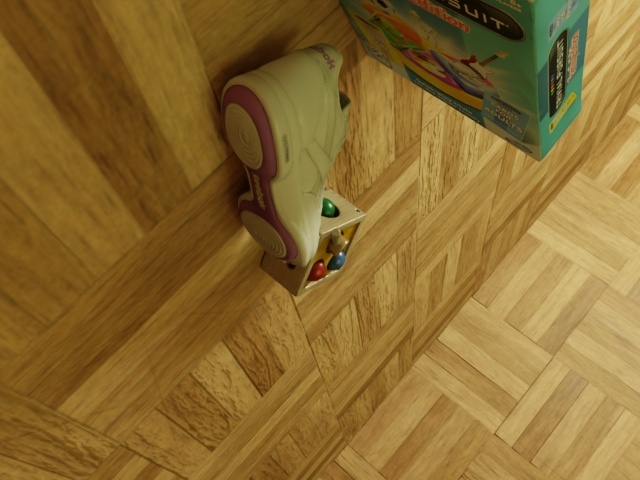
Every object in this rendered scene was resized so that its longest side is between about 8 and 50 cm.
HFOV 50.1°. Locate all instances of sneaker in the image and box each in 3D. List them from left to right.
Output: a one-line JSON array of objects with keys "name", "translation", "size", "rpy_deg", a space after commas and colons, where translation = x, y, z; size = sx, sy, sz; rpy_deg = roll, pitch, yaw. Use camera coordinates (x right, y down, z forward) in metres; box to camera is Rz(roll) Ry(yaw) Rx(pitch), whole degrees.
[{"name": "sneaker", "translation": [-0.018, -0.080, 0.766], "size": [0.152, 0.114, 0.305], "rpy_deg": [-41, 155, -25]}]

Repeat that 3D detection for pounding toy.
[{"name": "pounding toy", "translation": [0.000, 0.000, 0.939], "size": [0.130, 0.100, 0.141], "rpy_deg": [-25, 145, -50]}]

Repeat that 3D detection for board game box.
[{"name": "board game box", "translation": [0.120, -0.220, 0.646], "size": [0.079, 0.253, 0.336], "rpy_deg": [-53, 157, 2]}]
